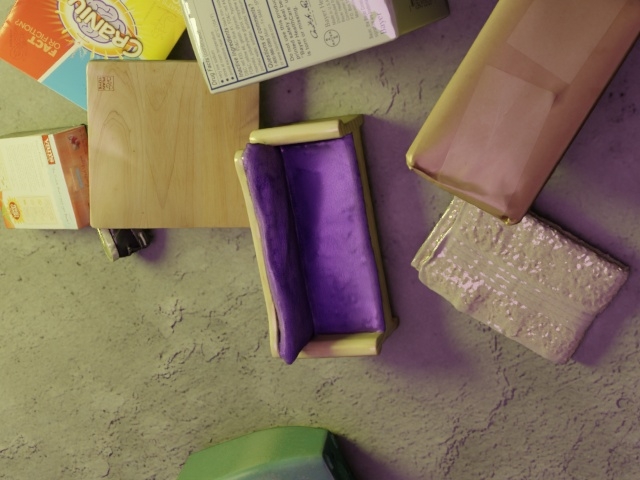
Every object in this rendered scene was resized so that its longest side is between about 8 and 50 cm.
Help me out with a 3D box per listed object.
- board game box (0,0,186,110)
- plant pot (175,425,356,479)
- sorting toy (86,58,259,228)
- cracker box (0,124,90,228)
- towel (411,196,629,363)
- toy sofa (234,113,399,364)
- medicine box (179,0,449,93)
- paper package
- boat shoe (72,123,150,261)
[{"bbox_3d":[-0.328,-0.359,1.937,0.242,0.064,0.316,31,117,-12],"label":"board game box"},{"bbox_3d":[-0.067,0.435,2.034,0.252,0.247,0.248,-27,96,9],"label":"plant pot"},{"bbox_3d":[-0.226,-0.154,1.944,0.255,0.089,0.257,0,108,-7],"label":"sorting toy"},{"bbox_3d":[-0.450,-0.100,2.056,0.232,0.067,0.156,2,109,48],"label":"cracker box"},{"bbox_3d":[0.288,0.045,1.851,0.282,0.049,0.187,29,118,-1],"label":"towel"},{"bbox_3d":[0.000,0.000,1.902,0.150,0.177,0.363,-5,104,23],"label":"toy sofa"},{"bbox_3d":[-0.002,-0.327,1.751,0.289,0.263,0.149,-13,101,24],"label":"medicine box"},{"bbox_3d":[0.273,-0.198,1.631,0.168,0.309,0.325,32,99,7],"label":"paper package"},{"bbox_3d":[-0.350,-0.085,2.078,0.079,0.084,0.233,-21,92,-13],"label":"boat shoe"}]
